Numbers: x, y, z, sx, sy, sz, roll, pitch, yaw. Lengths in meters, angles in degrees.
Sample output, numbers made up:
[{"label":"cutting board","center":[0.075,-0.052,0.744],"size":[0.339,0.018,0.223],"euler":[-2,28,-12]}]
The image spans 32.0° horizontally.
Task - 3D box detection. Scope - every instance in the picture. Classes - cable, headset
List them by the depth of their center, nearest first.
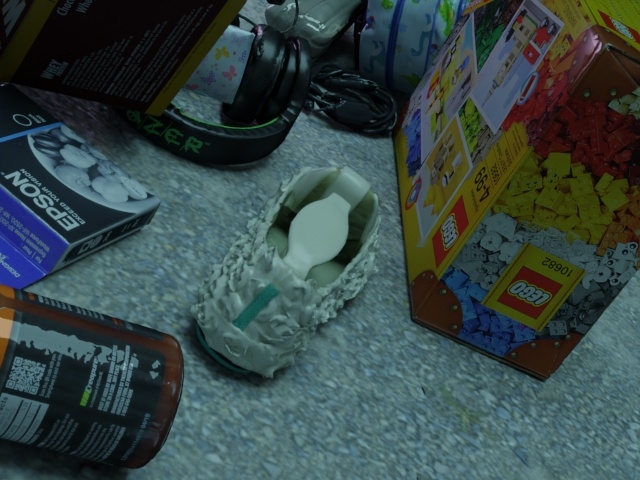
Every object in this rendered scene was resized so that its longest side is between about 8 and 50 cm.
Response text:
[{"label":"headset","center":[-0.106,-0.252,1.370],"size":[0.243,0.185,0.394],"euler":[33,39,-1]},{"label":"cable","center":[0.031,-0.209,1.607],"size":[0.184,0.047,0.150],"euler":[3,35,-40]}]

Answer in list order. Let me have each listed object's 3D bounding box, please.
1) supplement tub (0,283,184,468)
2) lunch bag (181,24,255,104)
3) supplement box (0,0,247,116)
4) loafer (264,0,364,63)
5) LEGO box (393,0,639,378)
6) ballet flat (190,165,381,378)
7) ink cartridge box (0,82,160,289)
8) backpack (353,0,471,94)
[{"label":"supplement tub","center":[-0.204,0.091,0.794],"size":[0.198,0.106,0.106],"euler":[20,30,-24]},{"label":"lunch bag","center":[-0.119,-0.201,1.243],"size":[0.071,0.083,0.053],"euler":[16,3,-12]},{"label":"supplement box","center":[-0.213,-0.249,1.125],"size":[0.194,0.191,0.129],"euler":[9,52,-36]},{"label":"loafer","center":[0.002,-0.373,1.761],"size":[0.111,0.112,0.319],"euler":[41,28,-3]},{"label":"LEGO box","center":[0.270,-0.140,1.380],"size":[0.193,0.372,0.500],"euler":[25,28,-14]},{"label":"ballet flat","center":[0.000,0.000,1.130],"size":[0.147,0.147,0.409],"euler":[32,27,-1]},{"label":"ink cartridge box","center":[-0.283,-0.057,1.021],"size":[0.206,0.045,0.208],"euler":[38,29,10]},{"label":"backpack","center":[0.180,-0.362,1.755],"size":[0.273,0.290,0.355],"euler":[30,31,24]}]
